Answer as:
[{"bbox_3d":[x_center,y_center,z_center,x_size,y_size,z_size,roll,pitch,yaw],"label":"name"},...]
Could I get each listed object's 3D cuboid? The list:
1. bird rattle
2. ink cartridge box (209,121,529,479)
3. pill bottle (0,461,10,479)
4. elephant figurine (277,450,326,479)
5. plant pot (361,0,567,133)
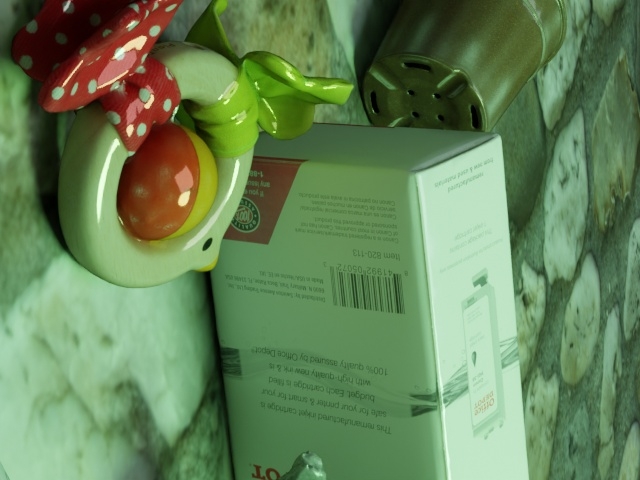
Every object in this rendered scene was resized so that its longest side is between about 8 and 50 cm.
[{"bbox_3d":[-0.096,-0.067,1.053,0.253,0.143,0.207,-6,112,-64],"label":"bird rattle"},{"bbox_3d":[0.031,0.064,1.220,0.117,0.207,0.283,-24,114,-48],"label":"ink cartridge box"},{"bbox_3d":[-0.207,0.161,0.695,0.188,0.188,0.334,-66,147,-44],"label":"pill bottle"},{"bbox_3d":[-0.084,0.280,1.061,0.239,0.169,0.186,-21,81,-50],"label":"elephant figurine"},{"bbox_3d":[0.125,-0.173,1.546,0.165,0.167,0.167,-57,142,-38],"label":"plant pot"}]
